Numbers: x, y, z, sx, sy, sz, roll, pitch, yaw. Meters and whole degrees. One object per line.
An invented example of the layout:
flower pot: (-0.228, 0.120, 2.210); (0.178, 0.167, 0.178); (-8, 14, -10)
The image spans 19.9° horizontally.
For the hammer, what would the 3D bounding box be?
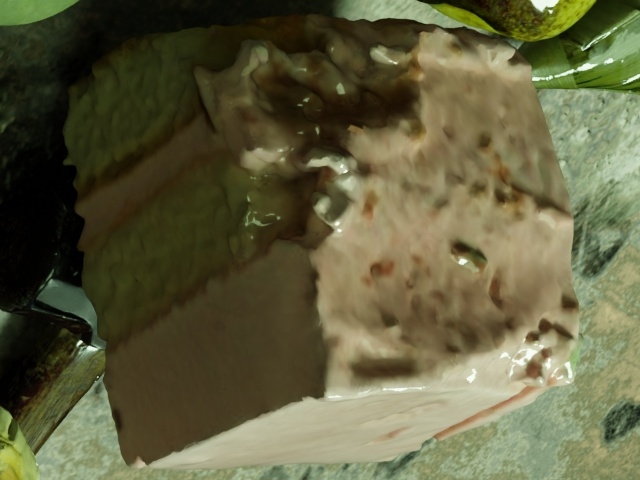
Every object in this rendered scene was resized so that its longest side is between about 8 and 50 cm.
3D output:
hammer: (-0.255, 0.150, 1.516); (0.242, 0.095, 0.409); (21, 113, -49)

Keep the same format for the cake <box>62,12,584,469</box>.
cake: (0.000, 0.000, 1.356); (0.314, 0.306, 0.293); (1, 164, -38)

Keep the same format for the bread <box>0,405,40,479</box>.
bread: (-0.336, 0.202, 1.395); (0.236, 0.106, 0.140); (-9, 125, -3)

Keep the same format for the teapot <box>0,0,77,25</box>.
teapot: (-0.180, -0.251, 1.096); (0.322, 0.239, 0.239); (-22, 137, -28)

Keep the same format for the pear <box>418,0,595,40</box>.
pear: (0.146, -0.256, 1.420); (0.197, 0.197, 0.197); (-24, 136, -25)

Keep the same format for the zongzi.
zongzi: (0.307, -0.159, 1.704); (0.274, 0.125, 0.251); (-41, 134, -3)
